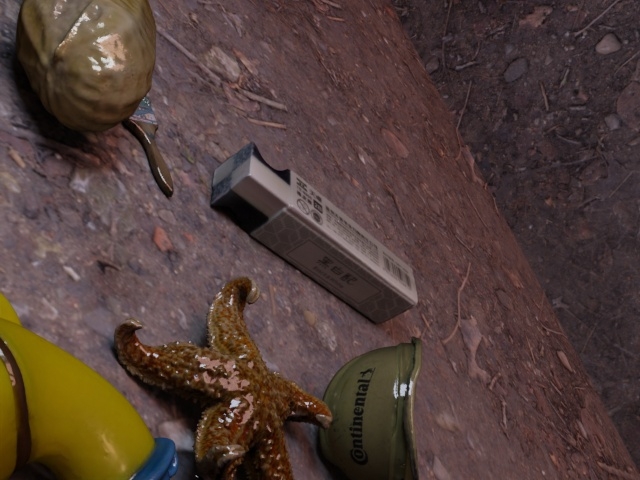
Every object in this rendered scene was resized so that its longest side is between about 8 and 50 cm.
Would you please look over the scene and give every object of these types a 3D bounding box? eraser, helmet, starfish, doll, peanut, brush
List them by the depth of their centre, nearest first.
[{"bbox_3d":[-0.252,0.139,0.578,0.363,0.145,0.199,35,47,-41],"label":"doll"},{"bbox_3d":[-0.095,0.184,0.816,0.312,0.113,0.303,49,21,-11],"label":"starfish"},{"bbox_3d":[-0.306,-0.276,0.956,0.174,0.158,0.340,9,40,-17],"label":"peanut"},{"bbox_3d":[0.066,0.256,0.976,0.204,0.137,0.257,84,10,-59],"label":"helmet"},{"bbox_3d":[-0.250,-0.146,1.042,0.070,0.021,0.196,4,59,-58],"label":"brush"},{"bbox_3d":[0.000,0.000,1.199,0.404,0.096,0.098,37,33,-31],"label":"eraser"}]
